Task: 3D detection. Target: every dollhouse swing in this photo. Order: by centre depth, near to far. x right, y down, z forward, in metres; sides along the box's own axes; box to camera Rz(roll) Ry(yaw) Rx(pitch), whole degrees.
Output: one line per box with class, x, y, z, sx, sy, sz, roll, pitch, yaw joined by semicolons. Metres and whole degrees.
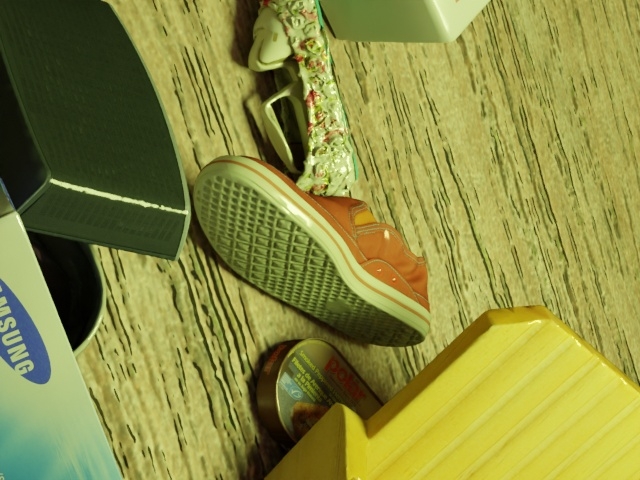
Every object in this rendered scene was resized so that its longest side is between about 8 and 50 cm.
dollhouse swing;0.171;0.294;1.143;0.347;0.305;0.315;39;30;-28

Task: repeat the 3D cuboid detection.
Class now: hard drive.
hard drive;-0.192;-0.106;0.960;0.172;0.054;0.254;14;41;-44

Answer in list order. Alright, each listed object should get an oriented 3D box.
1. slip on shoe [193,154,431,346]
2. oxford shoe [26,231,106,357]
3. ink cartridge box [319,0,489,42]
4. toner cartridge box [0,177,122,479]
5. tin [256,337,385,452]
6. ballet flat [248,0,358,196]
slip on shoe;0.000;0.000;1.199;0.331;0.123;0.101;35;54;-45
oxford shoe;-0.316;-0.038;0.864;0.449;0.130;0.169;39;61;-35
ink cartridge box;0.078;-0.423;1.227;0.279;0.160;0.384;-48;129;-28
toner cartridge box;-0.231;0.144;0.864;0.165;0.075;0.347;-23;120;-14
tin;0.007;0.174;1.242;0.189;0.040;0.106;52;56;-30
ballet flat;-0.025;-0.152;1.213;0.077;0.091;0.241;-17;95;-23
